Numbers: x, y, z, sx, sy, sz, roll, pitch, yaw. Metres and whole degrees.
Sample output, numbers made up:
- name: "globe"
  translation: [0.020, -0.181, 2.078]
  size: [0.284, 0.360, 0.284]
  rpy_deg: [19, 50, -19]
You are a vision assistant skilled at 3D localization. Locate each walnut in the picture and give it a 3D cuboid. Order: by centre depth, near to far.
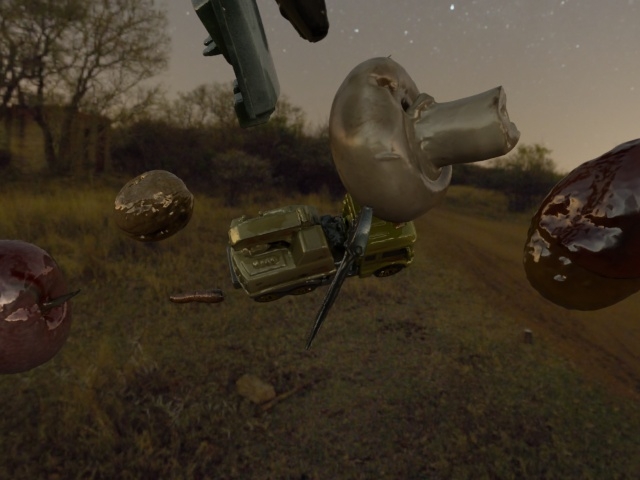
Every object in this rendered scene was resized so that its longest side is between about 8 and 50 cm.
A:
- name: "walnut"
  translation: [-0.380, -0.073, 1.133]
  size: [0.184, 0.155, 0.155]
  rpy_deg: [-34, 20, -13]

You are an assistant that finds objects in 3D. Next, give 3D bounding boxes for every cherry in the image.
- name: "cherry"
  translation: [-0.548, 0.116, 0.867]
  size: [0.285, 0.236, 0.213]
  rpy_deg: [-14, 2, -2]

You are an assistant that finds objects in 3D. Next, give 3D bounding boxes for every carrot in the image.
- name: "carrot"
  translation: [-0.309, 0.139, 1.244]
  size: [0.165, 0.036, 0.035]
  rpy_deg: [-4, 5, 20]

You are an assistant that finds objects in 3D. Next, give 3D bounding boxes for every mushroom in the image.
- name: "mushroom"
  translation: [0.169, -0.186, 0.846]
  size: [0.290, 0.293, 0.292]
  rpy_deg: [-19, -5, 31]

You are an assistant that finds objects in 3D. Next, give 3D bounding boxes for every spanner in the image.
- name: "spanner"
  translation: [0.024, 0.071, 0.778]
  size: [0.026, 0.325, 0.093]
  rpy_deg: [17, 40, -4]

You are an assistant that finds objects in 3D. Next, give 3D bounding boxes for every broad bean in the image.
- name: "broad bean"
  translation: [0.352, -0.015, 0.617]
  size: [0.156, 0.228, 0.122]
  rpy_deg: [40, 16, 5]

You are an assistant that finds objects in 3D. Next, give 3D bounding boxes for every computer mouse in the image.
- name: "computer mouse"
  translation: [-0.058, -0.451, 0.812]
  size: [0.086, 0.270, 0.137]
  rpy_deg: [-20, 37, -8]

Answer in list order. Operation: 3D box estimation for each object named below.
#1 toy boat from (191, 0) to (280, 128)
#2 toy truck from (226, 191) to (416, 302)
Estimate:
- name: "toy boat"
  translation: [-0.133, -0.320, 0.688]
  size: [0.092, 0.320, 0.141]
  rpy_deg: [-15, 39, 1]
- name: "toy truck"
  translation: [0.000, 0.000, 1.065]
  size: [0.405, 0.181, 0.254]
  rpy_deg: [-12, -19, -5]
